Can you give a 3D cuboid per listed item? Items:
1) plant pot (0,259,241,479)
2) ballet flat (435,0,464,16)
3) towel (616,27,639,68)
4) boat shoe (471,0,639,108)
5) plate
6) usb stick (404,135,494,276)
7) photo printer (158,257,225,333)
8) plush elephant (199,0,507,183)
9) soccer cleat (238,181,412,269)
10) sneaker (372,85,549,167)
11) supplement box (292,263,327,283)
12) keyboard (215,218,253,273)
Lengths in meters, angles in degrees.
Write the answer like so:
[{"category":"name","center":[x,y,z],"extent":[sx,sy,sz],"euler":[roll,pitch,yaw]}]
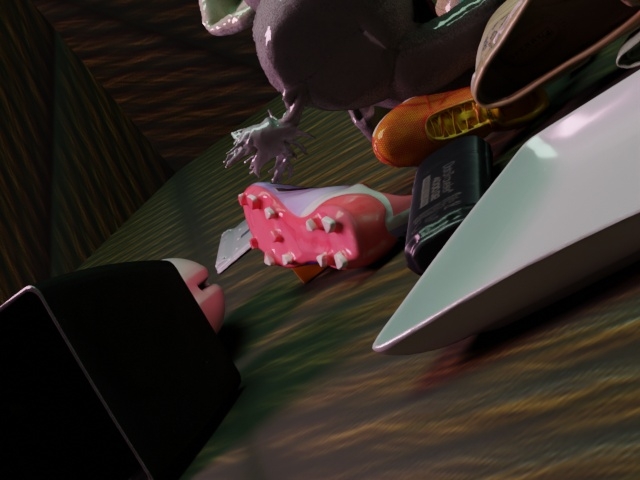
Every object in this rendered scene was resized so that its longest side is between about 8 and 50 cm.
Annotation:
[{"category":"plant pot","center":[-0.184,0.118,1.342],"extent":[0.187,0.188,0.167],"euler":[-32,0,43]},{"category":"ballet flat","center":[0.186,-0.262,1.862],"extent":[0.108,0.106,0.316],"euler":[7,-1,18]},{"category":"towel","center":[0.393,-0.279,1.378],"extent":[0.248,0.038,0.325],"euler":[-35,12,37]},{"category":"boat shoe","center":[0.231,-0.205,1.317],"extent":[0.285,0.105,0.089],"euler":[-46,9,44]},{"category":"plate","center":[0.187,-0.040,0.993],"extent":[0.278,0.045,0.277],"euler":[-31,13,43]},{"category":"usb stick","center":[0.107,-0.031,1.285],"extent":[0.077,0.045,0.278],"euler":[-31,10,13]},{"category":"photo printer","center":[-0.229,0.130,1.582],"extent":[0.307,0.107,0.256],"euler":[-37,1,-2]},{"category":"plush elephant","center":[0.023,-0.225,1.548],"extent":[0.330,0.272,0.255],"euler":[-48,19,16]},{"category":"soccer cleat","center":[0.004,-0.019,1.486],"extent":[0.095,0.083,0.248],"euler":[-20,13,-23]},{"category":"sneaker","center":[0.125,-0.114,1.431],"extent":[0.175,0.064,0.067],"euler":[-23,-1,-21]},{"category":"supplement box","center":[0.000,0.000,1.596],"extent":[0.062,0.036,0.098],"euler":[-38,9,12]},{"category":"keyboard","center":[-0.109,-0.003,2.162],"extent":[0.072,0.014,0.256],"euler":[-34,9,4]}]
